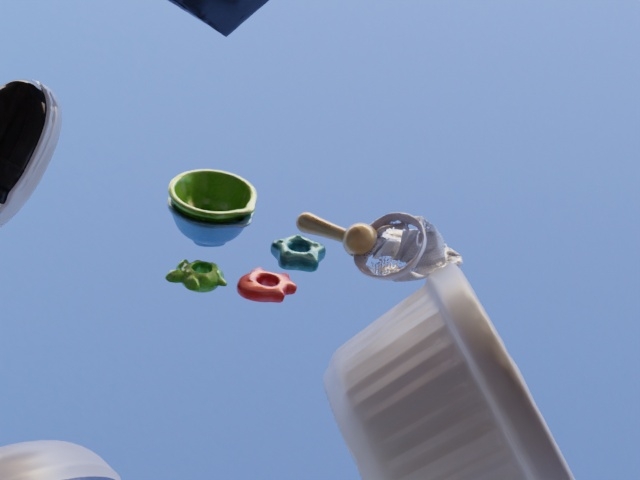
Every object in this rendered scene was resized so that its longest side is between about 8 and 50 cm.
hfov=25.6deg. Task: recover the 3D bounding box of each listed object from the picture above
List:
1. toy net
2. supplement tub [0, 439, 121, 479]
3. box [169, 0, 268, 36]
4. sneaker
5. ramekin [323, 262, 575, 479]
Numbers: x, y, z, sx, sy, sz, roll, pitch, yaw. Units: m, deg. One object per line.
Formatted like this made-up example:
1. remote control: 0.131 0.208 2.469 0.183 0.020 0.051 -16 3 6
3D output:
1. toy net: 0.000 0.000 1.059 0.232 0.045 0.122 4 -150 -9
2. supplement tub: -0.138 0.296 0.743 0.235 0.235 0.325 -36 -111 -3
3. box: -0.085 -0.305 0.987 0.184 0.103 0.261 -40 -111 13
4. sneaker: -0.275 -0.037 0.913 0.217 0.121 0.079 -44 -124 8
5. ramekin: 0.105 0.162 1.021 0.127 0.273 0.272 -28 -120 2
